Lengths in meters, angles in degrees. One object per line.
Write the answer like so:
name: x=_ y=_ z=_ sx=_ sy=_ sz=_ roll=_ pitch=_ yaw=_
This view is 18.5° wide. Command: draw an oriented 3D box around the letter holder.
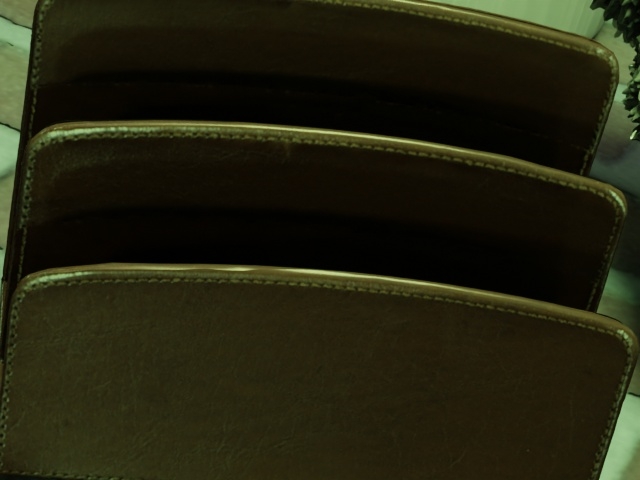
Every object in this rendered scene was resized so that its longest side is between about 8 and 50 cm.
letter holder: x=0.000 y=0.000 z=0.970 sx=0.302 sy=0.214 sz=0.152 roll=6 pitch=33 yaw=-10

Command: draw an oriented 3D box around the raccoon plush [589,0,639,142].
raccoon plush: x=0.225 y=-0.090 z=1.035 sx=0.299 sy=0.216 sz=0.446 roll=55 pitch=22 yaw=-6

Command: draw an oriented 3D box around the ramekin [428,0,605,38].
ramekin: x=0.108 y=-0.246 z=1.462 sx=0.277 sy=0.135 sz=0.277 roll=8 pitch=32 yaw=-5
